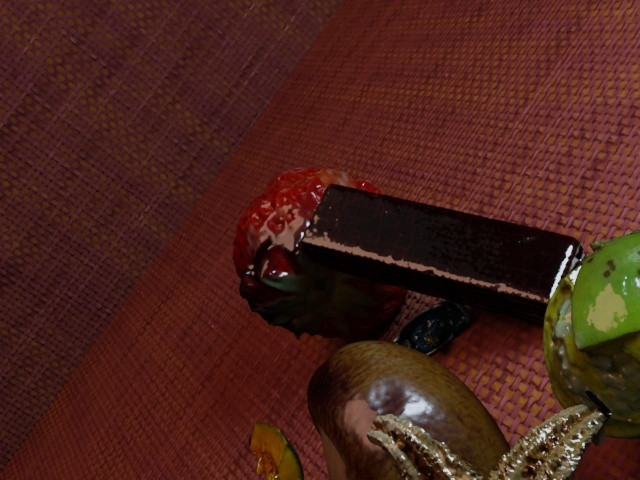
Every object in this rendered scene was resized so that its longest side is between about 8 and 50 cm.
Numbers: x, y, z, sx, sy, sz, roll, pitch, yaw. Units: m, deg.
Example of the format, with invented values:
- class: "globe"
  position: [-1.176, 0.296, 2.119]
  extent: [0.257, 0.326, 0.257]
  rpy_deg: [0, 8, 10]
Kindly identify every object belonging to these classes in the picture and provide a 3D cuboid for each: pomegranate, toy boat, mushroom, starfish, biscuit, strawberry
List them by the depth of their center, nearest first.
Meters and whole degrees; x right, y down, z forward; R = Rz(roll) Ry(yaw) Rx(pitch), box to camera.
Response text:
- class: "starfish"
  position: [0.152, 0.241, 0.911]
  extent: [0.312, 0.113, 0.303]
  rpy_deg: [21, 65, 48]
- class: "pomegranate"
  position: [0.342, 0.132, 1.037]
  extent: [0.236, 0.236, 0.302]
  rpy_deg: [-35, 59, 36]
- class: "mushroom"
  position: [0.089, 0.285, 1.166]
  extent: [0.259, 0.345, 0.345]
  rpy_deg: [-36, 23, -3]
- class: "biscuit"
  position: [0.154, 0.015, 1.446]
  extent: [0.388, 0.073, 0.107]
  rpy_deg: [14, 65, 29]
- class: "toy boat"
  position: [0.154, 0.132, 1.541]
  extent: [0.137, 0.060, 0.061]
  rpy_deg: [-35, 7, 28]
- class: "strawberry"
  position: [0.003, -0.002, 1.723]
  extent: [0.292, 0.292, 0.310]
  rpy_deg: [-36, 37, 34]

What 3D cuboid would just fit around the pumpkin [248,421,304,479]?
- class: "pumpkin"
  position: [-0.087, 0.389, 1.346]
  extent: [0.190, 0.280, 0.139]
  rpy_deg: [-24, 14, -15]
